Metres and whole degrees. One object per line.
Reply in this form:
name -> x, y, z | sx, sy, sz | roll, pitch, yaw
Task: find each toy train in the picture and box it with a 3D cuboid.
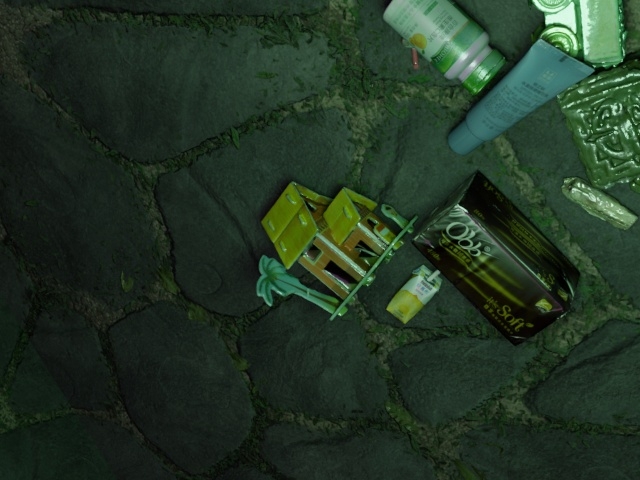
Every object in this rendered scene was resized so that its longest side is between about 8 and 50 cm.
toy train -> 0.521, -0.469, 1.655 | 0.188, 0.159, 0.272 | -7, 111, 16

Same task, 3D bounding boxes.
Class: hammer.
hammer -> 0.218, -0.436, 1.877 | 0.052, 0.031, 0.083 | 7, 127, 24

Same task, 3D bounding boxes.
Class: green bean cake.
green bean cake -> 0.649, -0.260, 1.714 | 0.241, 0.132, 0.255 | -15, 107, 33

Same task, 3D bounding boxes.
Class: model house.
model house -> 0.000, 0.000, 2.000 | 0.323, 0.340, 0.300 | 40, 122, 6

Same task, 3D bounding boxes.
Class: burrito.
burrito -> 0.632, -0.085, 1.852 | 0.188, 0.045, 0.058 | 34, 97, 8

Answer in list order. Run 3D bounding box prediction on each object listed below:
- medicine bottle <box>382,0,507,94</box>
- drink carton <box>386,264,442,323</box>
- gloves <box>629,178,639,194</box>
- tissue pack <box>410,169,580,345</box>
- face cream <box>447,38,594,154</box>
medicine bottle -> 0.277, -0.447, 1.782 | 0.274, 0.133, 0.133 | 42, 123, -1
drink carton -> 0.257, 0.122, 2.097 | 0.084, 0.074, 0.200 | 40, 122, 1
gloves -> 0.799, -0.088, 1.737 | 0.268, 0.107, 0.135 | 22, 104, 22
tissue pack -> 0.409, 0.040, 1.919 | 0.370, 0.210, 0.198 | 44, 129, -2
face cream -> 0.405, -0.296, 1.746 | 0.135, 0.086, 0.385 | 25, 151, -15
